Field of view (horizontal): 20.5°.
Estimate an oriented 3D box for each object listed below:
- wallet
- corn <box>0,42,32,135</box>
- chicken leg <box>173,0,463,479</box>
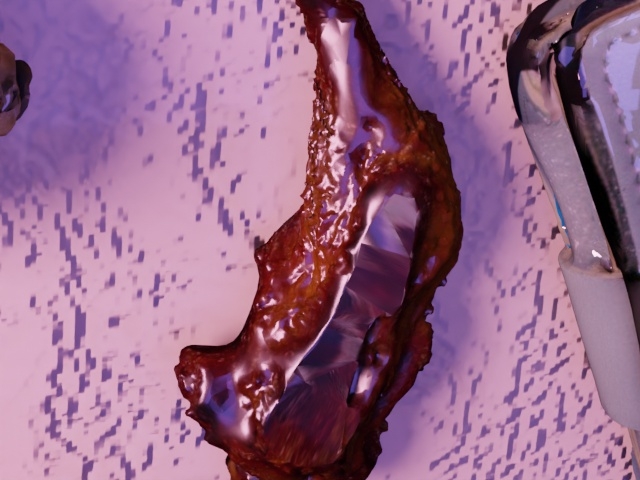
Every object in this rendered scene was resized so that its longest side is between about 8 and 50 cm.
[{"bbox_3d":[0.176,0.003,0.643,0.176,0.075,0.250,-24,114,-11],"label":"wallet"},{"bbox_3d":[-0.235,-0.041,0.477,0.318,0.115,0.115,0,109,-22],"label":"corn"},{"bbox_3d":[0.006,0.003,0.605,0.089,0.048,0.219,9,107,-23],"label":"chicken leg"}]
